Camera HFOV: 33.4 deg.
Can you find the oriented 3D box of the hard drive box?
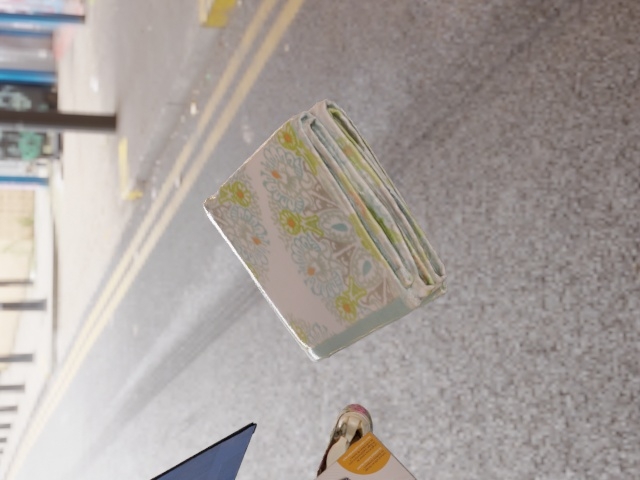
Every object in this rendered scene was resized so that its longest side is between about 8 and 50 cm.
[{"bbox_3d":[0.082,0.419,1.522,0.232,0.181,0.089,45,138,12],"label":"hard drive box"}]

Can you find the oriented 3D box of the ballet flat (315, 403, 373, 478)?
[{"bbox_3d":[0.044,0.364,1.896,0.079,0.077,0.221,93,-162,-45],"label":"ballet flat"}]

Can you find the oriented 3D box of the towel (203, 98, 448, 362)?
[{"bbox_3d":[0.000,0.000,1.576,0.320,0.090,0.374,57,144,2],"label":"towel"}]

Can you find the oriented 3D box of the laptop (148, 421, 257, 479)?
[{"bbox_3d":[-0.210,0.517,1.434,0.236,0.382,0.408,-20,93,51],"label":"laptop"}]
